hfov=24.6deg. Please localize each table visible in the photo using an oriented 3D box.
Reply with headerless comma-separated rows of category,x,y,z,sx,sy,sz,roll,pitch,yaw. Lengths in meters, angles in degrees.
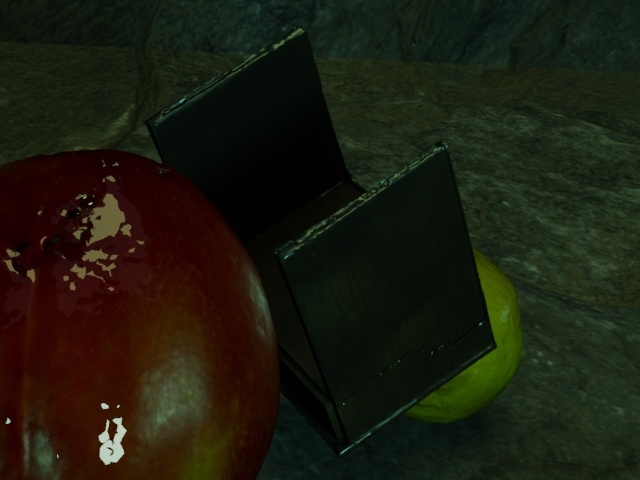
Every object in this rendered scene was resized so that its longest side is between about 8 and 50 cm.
table,0.000,0.000,1.384,0.196,0.282,0.250,-32,48,-14

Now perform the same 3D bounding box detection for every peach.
peach,-0.205,0.105,1.209,0.370,0.370,0.370,9,21,-4

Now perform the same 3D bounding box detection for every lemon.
lemon,0.122,0.096,1.604,0.204,0.204,0.260,10,14,0
